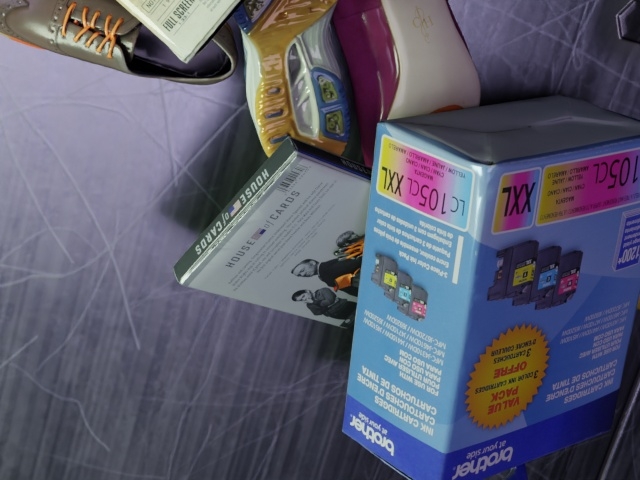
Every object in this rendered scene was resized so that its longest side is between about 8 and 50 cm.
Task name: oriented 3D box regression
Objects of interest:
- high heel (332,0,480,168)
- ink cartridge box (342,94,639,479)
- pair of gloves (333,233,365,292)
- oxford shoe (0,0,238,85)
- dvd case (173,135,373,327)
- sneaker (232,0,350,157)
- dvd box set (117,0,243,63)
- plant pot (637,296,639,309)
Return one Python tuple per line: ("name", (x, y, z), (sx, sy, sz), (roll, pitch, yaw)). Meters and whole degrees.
("high heel", (0.060, -0.203, 1.257), (0.127, 0.181, 0.377), (-21, 133, -27))
("ink cartridge box", (0.176, 0.073, 1.270), (0.270, 0.151, 0.396), (-12, 120, -38))
("pair of gloves", (0.048, 0.019, 1.270), (0.074, 0.010, 0.083), (-19, 144, -14))
("oxford shoe", (-0.201, -0.204, 1.168), (0.271, 0.098, 0.097), (11, 107, -17))
("dvd case", (0.000, 0.000, 1.249), (0.238, 0.030, 0.179), (19, 123, -44))
("sneaker", (-0.039, -0.214, 1.181), (0.111, 0.131, 0.297), (-6, 118, -11))
("dvd box set", (-0.165, -0.392, 1.015), (0.420, 0.062, 0.308), (40, 110, -6))
("plant pot", (0.336, 0.018, 1.364), (0.095, 0.134, 0.134), (-5, 113, 16))
